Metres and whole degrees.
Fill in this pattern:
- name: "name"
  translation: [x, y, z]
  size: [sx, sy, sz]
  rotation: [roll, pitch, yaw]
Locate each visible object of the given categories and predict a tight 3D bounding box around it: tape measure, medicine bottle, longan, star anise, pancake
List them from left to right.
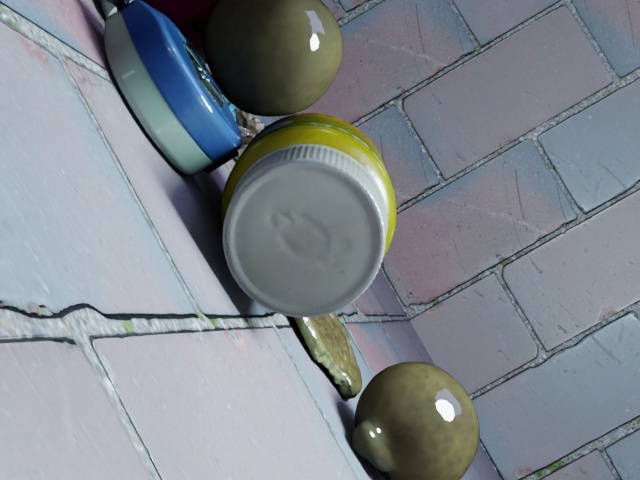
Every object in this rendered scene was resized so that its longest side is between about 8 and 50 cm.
- name: "tape measure"
  translation: [-0.211, -0.227, 1.327]
  size: [0.351, 0.098, 0.215]
  rotation: [50, 10, -47]
- name: "star anise"
  translation: [-0.098, -0.153, 1.918]
  size: [0.195, 0.065, 0.182]
  rotation: [60, 23, 7]
- name: "longan"
  translation: [-0.066, -0.267, 1.508]
  size: [0.196, 0.196, 0.220]
  rotation: [56, -9, -33]
- name: "medicine bottle"
  translation: [-0.016, -0.040, 1.404]
  size: [0.224, 0.224, 0.384]
  rotation: [59, 7, -10]
- name: "pancake"
  translation: [0.000, 0.126, 1.609]
  size: [0.236, 0.042, 0.222]
  rotation: [56, 10, -20]
- name: "longan"
  translation: [0.124, 0.258, 1.488]
  size: [0.204, 0.159, 0.184]
  rotation: [-3, 66, -42]

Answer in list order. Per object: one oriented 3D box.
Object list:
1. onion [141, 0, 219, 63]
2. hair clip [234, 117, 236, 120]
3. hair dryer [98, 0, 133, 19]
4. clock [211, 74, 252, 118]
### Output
- name: "onion"
  translation: [-0.145, -0.470, 1.700]
  size: [0.348, 0.385, 0.348]
  rotation: [43, 0, 0]
- name: "hair clip"
  translation: [-0.095, -0.147, 2.067]
  size: [0.257, 0.075, 0.146]
  rotation: [44, 21, -54]
- name: "hair dryer"
  translation: [-0.296, -0.342, 1.439]
  size: [0.137, 0.047, 0.082]
  rotation: [40, 19, -53]
- name: "clock"
  translation: [-0.168, -0.267, 2.125]
  size: [0.108, 0.045, 0.147]
  rotation: [55, 8, -32]
